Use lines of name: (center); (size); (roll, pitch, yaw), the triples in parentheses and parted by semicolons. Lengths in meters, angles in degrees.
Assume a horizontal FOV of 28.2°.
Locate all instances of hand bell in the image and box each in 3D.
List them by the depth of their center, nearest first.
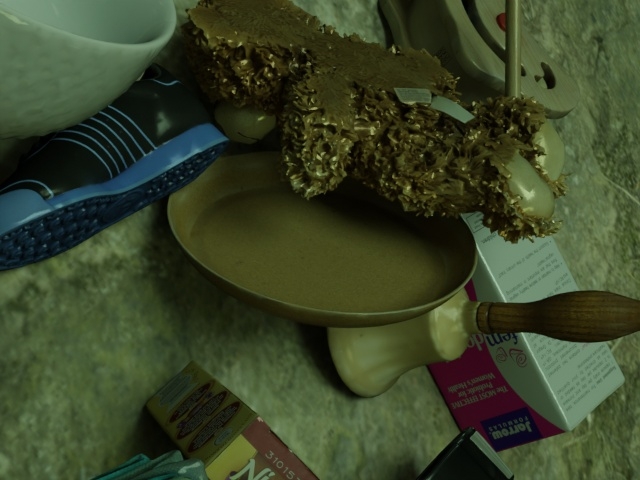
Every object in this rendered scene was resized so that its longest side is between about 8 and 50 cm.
hand bell: (0.138, 0.058, 0.983); (0.126, 0.242, 0.126); (10, 77, -55)

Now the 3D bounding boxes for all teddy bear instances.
teddy bear: (0.043, -0.088, 1.014); (0.338, 0.113, 0.245); (15, 35, -9)

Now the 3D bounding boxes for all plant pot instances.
plant pot: (0.000, 0.000, 0.965); (0.236, 0.032, 0.236); (9, 30, -5)

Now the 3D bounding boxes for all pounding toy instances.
pounding toy: (0.180, -0.185, 1.202); (0.154, 0.155, 0.269); (8, 52, -37)

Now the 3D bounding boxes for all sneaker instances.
sneaker: (-0.169, -0.057, 0.893); (0.090, 0.081, 0.232); (50, 42, 8)

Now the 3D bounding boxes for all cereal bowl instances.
cereal bowl: (-0.259, -0.179, 0.769); (0.339, 0.141, 0.339); (36, 21, -16)

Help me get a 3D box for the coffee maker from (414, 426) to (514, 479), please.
coffee maker: (0.132, 0.246, 0.955); (0.178, 0.120, 0.171); (39, 21, 10)

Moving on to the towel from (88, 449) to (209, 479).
towel: (-0.170, 0.273, 0.533); (0.271, 0.040, 0.370); (-17, 126, -29)

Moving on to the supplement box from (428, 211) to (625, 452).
supplement box: (0.153, 0.061, 1.116); (0.114, 0.111, 0.220); (-29, 91, -48)

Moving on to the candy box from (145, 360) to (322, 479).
candy box: (-0.046, 0.146, 0.828); (0.053, 0.187, 0.109); (-45, 105, -11)
